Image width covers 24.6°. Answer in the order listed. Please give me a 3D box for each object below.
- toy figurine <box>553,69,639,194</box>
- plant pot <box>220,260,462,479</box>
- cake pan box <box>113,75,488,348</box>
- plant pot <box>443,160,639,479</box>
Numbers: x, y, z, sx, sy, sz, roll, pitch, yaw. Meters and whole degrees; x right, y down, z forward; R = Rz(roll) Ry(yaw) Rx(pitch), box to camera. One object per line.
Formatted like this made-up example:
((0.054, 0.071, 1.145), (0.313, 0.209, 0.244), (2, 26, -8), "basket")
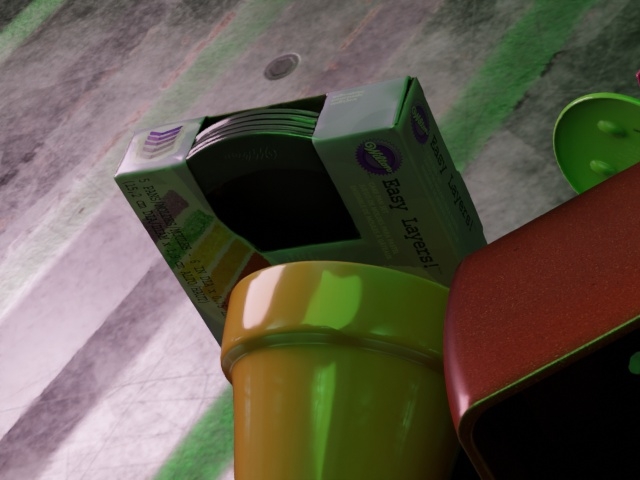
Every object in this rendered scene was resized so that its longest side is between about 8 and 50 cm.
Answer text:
((0.305, -0.100, 1.207), (0.173, 0.130, 0.159), (26, 52, 24), "toy figurine")
((0.018, 0.143, 1.059), (0.205, 0.205, 0.188), (-5, 60, 30), "plant pot")
((0.000, 0.000, 1.156), (0.246, 0.267, 0.070), (-9, 40, 23), "cake pan box")
((0.224, 0.090, 0.932), (0.267, 0.267, 0.236), (-29, 25, 2), "plant pot")
